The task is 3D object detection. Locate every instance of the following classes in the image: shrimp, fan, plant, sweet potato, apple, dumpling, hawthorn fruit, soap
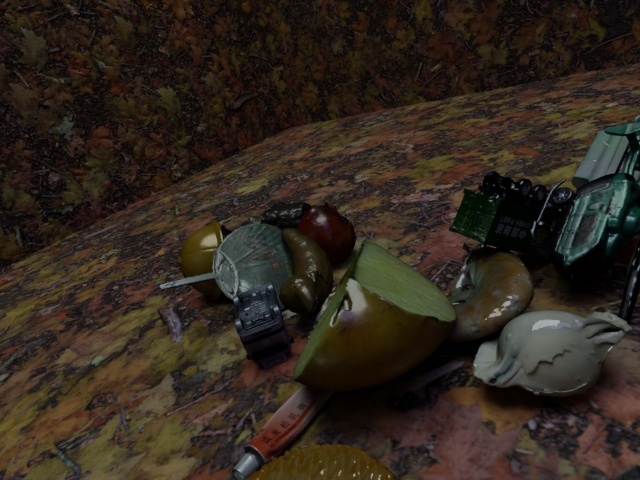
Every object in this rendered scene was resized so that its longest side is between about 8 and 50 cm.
[{"bbox_3d":[0.259,0.076,0.752,0.168,0.077,0.317,-33,6,18],"label":"shrimp"},{"bbox_3d":[-0.171,0.043,0.981,0.294,0.012,0.223,13,54,-6],"label":"fan"},{"bbox_3d":[-0.108,-0.030,1.205,0.203,0.131,0.142,-2,25,30],"label":"plant"},{"bbox_3d":[-0.027,0.075,0.913,0.098,0.124,0.310,-34,24,13],"label":"sweet potato"},{"bbox_3d":[0.072,0.108,0.685,0.254,0.179,0.346,-12,9,9],"label":"apple"},{"bbox_3d":[0.286,0.137,0.569,0.188,0.108,0.127,-27,-6,15],"label":"dumpling"},{"bbox_3d":[0.000,0.000,1.075,0.172,0.148,0.148,-44,18,14],"label":"hawthorn fruit"},{"bbox_3d":[0.640,-0.129,0.887,0.208,0.115,0.347,1,29,41],"label":"soap"}]

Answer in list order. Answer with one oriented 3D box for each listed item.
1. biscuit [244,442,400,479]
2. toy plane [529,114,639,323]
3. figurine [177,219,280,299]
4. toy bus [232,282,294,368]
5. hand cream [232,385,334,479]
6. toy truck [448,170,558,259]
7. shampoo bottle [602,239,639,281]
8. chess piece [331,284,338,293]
[{"bbox_3d":[-0.018,0.318,0.453,0.254,0.035,0.254,-16,21,6],"label":"biscuit"},{"bbox_3d":[0.459,-0.061,0.700,0.155,0.106,0.381,9,63,54],"label":"toy plane"},{"bbox_3d":[-0.210,0.035,1.080,0.257,0.167,0.192,-16,48,0],"label":"figurine"},{"bbox_3d":[-0.106,0.152,0.833,0.087,0.098,0.178,-19,19,-6],"label":"toy bus"},{"bbox_3d":[-0.039,0.253,0.633,0.052,0.038,0.216,28,40,24],"label":"hand cream"},{"bbox_3d":[0.361,-0.042,0.789,0.259,0.121,0.088,9,14,-32],"label":"toy truck"},{"bbox_3d":[0.556,0.019,0.657,0.244,0.085,0.085,-5,26,37],"label":"shampoo bottle"},{"bbox_3d":[0.078,0.083,0.907,0.060,0.060,0.172,8,36,47],"label":"chess piece"}]
